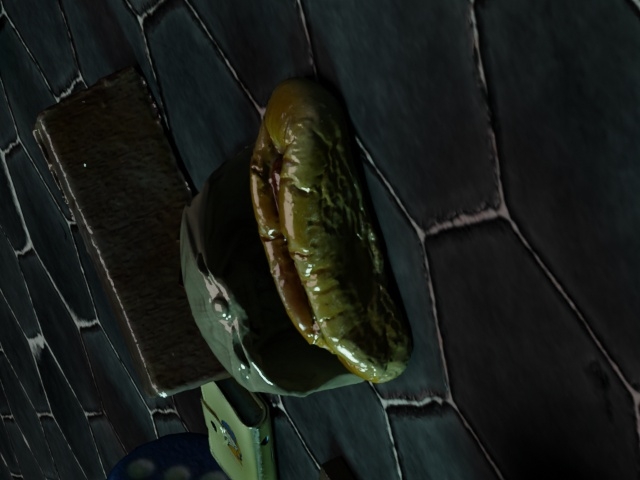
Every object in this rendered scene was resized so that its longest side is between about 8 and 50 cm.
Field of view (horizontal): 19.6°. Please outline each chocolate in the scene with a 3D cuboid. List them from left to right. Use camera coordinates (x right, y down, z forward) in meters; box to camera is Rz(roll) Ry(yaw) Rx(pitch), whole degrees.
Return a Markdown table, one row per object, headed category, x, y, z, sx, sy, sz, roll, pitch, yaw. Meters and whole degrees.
| category | x | y | z | sx | sy | sz | roll | pitch | yaw |
| --- | --- | --- | --- | --- | --- | --- | --- | --- | --- |
| chocolate | -0.167 | 0.004 | 1.766 | 0.321 | 0.112 | 0.112 | 66 | 163 | 0 |

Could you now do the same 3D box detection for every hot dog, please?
| category | x | y | z | sx | sy | sz | roll | pitch | yaw |
| --- | --- | --- | --- | --- | --- | --- | --- | --- | --- |
| hot dog | 0.000 | 0.000 | 1.367 | 0.084 | 0.073 | 0.243 | 23 | 134 | 57 |

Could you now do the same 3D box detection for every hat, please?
| category | x | y | z | sx | sy | sz | roll | pitch | yaw |
| --- | --- | --- | --- | --- | --- | --- | --- | --- | --- |
| hat | -0.070 | 0.042 | 1.530 | 0.244 | 0.149 | 0.214 | -23 | 90 | 61 |

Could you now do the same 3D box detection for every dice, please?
| category | x | y | z | sx | sy | sz | roll | pitch | yaw |
| --- | --- | --- | --- | --- | --- | --- | --- | --- | --- |
| dice | -0.151 | 0.307 | 2.036 | 0.146 | 0.146 | 0.143 | 47 | 152 | 45 |

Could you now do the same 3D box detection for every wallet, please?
| category | x | y | z | sx | sy | sz | roll | pitch | yaw |
| --- | --- | --- | --- | --- | --- | --- | --- | --- | --- |
| wallet | -0.079 | 0.196 | 1.872 | 0.110 | 0.039 | 0.155 | 48 | 155 | 35 |

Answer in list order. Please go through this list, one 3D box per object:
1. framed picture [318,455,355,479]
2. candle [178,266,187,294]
| category | x | y | z | sx | sy | sz | roll | pitch | yaw |
| --- | --- | --- | --- | --- | --- | --- | --- | --- | --- |
| framed picture | 0.047 | 0.293 | 1.670 | 0.168 | 0.023 | 0.128 | 55 | 158 | 29 |
| candle | -0.088 | 0.060 | 1.649 | 0.026 | 0.021 | 0.167 | 68 | -171 | 26 |
